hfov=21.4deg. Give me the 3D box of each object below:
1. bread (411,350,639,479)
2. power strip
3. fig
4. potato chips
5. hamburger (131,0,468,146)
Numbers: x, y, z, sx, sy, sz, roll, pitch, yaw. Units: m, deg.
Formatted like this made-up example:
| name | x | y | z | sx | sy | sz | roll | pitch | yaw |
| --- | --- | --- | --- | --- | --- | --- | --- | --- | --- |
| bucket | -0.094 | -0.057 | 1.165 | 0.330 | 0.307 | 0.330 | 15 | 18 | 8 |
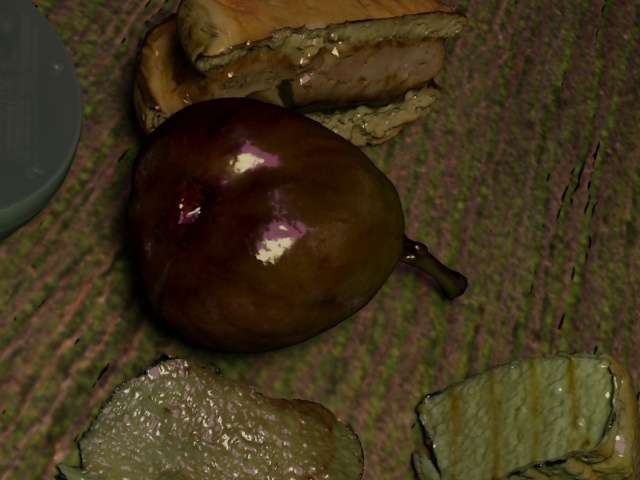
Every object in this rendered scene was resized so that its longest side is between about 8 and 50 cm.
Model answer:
| name | x | y | z | sx | sy | sz | roll | pitch | yaw |
| --- | --- | --- | --- | --- | --- | --- | --- | --- | --- |
| bread | 0.153 | 0.143 | 1.160 | 0.110 | 0.156 | 0.103 | 39 | 46 | -46 |
| power strip | -0.242 | -0.100 | 1.132 | 0.167 | 0.054 | 0.253 | 14 | 53 | -23 |
| fig | 0.001 | 0.000 | 1.155 | 0.274 | 0.145 | 0.170 | 12 | 54 | -39 |
| potato chips | -0.068 | 0.133 | 1.087 | 0.209 | 0.026 | 0.142 | -21 | 73 | -35 |
| hamburger | -0.031 | -0.133 | 1.240 | 0.262 | 0.124 | 0.131 | -11 | 44 | -39 |
